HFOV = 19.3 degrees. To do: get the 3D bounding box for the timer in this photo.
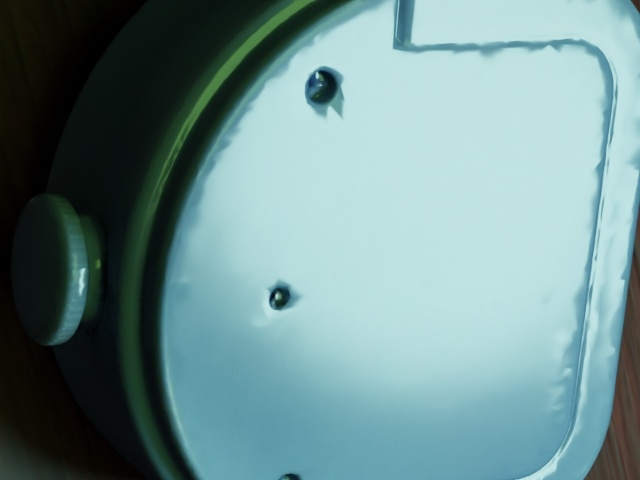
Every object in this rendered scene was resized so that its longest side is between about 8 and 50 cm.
[{"bbox_3d":[0.000,0.000,1.097,0.395,0.173,0.395,-12,114,-29],"label":"timer"}]
